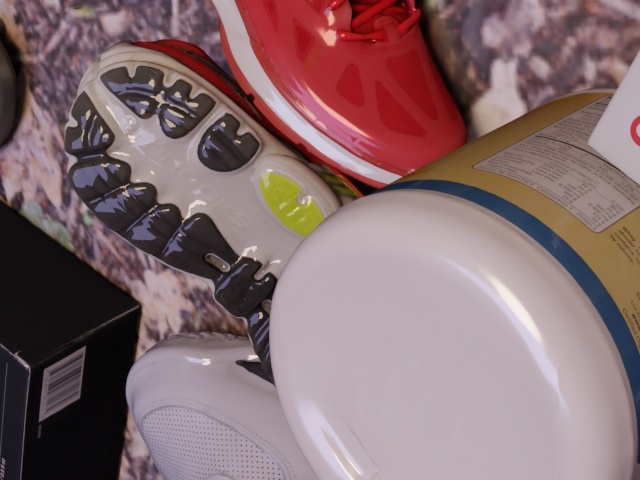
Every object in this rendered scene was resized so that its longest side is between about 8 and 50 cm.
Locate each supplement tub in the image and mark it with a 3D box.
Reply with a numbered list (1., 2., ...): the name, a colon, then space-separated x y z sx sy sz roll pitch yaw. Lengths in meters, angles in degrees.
1. supplement tub: 0.094 0.024 0.520 0.144 0.200 0.144 20 122 35

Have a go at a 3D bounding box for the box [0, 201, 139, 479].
1. box: -0.234 0.116 0.945 0.184 0.103 0.261 32 130 24

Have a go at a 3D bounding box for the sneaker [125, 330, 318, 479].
1. sneaker: -0.020 0.209 0.712 0.366 0.210 0.137 44 134 18

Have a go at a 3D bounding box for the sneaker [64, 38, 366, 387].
1. sneaker: 0.000 0.000 0.676 0.107 0.118 0.279 -39 104 20

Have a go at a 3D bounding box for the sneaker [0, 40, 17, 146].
1. sneaker: -0.291 -0.068 0.890 0.228 0.130 0.087 -21 97 44

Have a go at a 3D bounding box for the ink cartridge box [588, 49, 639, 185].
1. ink cartridge box: 0.206 -0.044 0.433 0.176 0.127 0.128 42 134 19

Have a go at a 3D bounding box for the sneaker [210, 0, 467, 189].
1. sneaker: 0.007 -0.133 0.608 0.221 0.087 0.128 49 137 11
